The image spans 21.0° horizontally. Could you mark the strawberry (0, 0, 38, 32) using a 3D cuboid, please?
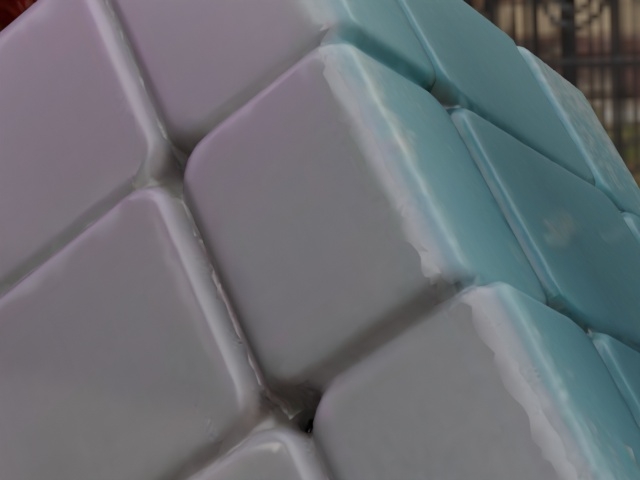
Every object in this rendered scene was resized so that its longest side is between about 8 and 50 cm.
[{"bbox_3d":[-0.218,-0.180,0.822,0.261,0.257,0.261,-12,24,6],"label":"strawberry"}]

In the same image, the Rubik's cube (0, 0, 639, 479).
[{"bbox_3d":[-0.009,0.090,0.727,0.319,0.316,0.322,-36,-31,19],"label":"Rubik's cube"}]
